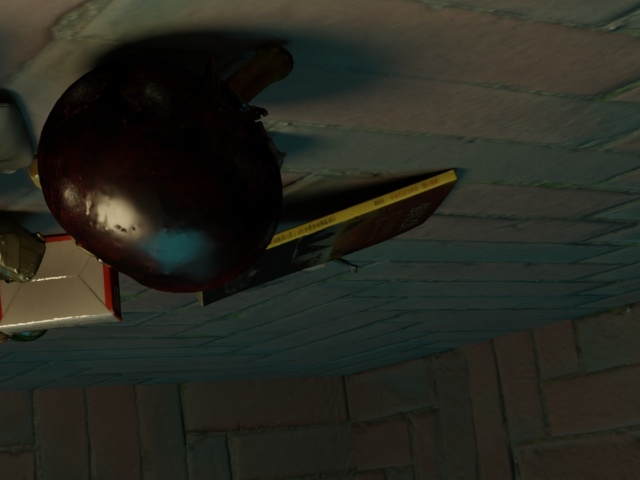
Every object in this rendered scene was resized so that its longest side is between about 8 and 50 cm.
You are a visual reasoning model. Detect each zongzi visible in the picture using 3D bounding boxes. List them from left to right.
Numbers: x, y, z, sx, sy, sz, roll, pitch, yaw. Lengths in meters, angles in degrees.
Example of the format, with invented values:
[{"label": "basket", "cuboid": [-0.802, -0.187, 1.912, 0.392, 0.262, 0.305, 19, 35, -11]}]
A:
[{"label": "zongzi", "cuboid": [-0.478, -0.003, 1.680, 0.178, 0.081, 0.189, 24, 169, -26]}]

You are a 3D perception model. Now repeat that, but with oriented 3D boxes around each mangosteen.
[{"label": "mangosteen", "cuboid": [-0.124, -0.084, 1.150, 0.261, 0.235, 0.235, -48, 162, 4]}]

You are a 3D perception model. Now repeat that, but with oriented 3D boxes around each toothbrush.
[{"label": "toothbrush", "cuboid": [0.040, 0.044, 2.262, 0.011, 0.014, 0.167, -1, 171, 19]}]

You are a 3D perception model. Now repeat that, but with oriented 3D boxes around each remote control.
[{"label": "remote control", "cuboid": [-0.341, -0.100, 1.290, 0.073, 0.044, 0.229, -8, 169, -9]}]

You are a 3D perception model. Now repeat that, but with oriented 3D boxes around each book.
[{"label": "book", "cuboid": [0.000, 0.000, 1.781, 0.374, 0.028, 0.262, -20, 169, -9]}]

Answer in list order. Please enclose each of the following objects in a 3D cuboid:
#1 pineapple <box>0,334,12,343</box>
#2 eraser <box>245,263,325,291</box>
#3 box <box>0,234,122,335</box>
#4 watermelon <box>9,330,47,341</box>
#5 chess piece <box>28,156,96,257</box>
[{"label": "pineapple", "cuboid": [-0.590, 0.098, 1.967, 0.130, 0.119, 0.277, 37, -176, 22]}, {"label": "eraser", "cuboid": [-0.093, 0.046, 2.118, 0.092, 0.046, 0.212, 4, 164, -41]}, {"label": "box", "cuboid": [-0.390, 0.064, 1.840, 0.182, 0.133, 0.099, -8, 168, -1]}, {"label": "watermelon", "cuboid": [-0.521, 0.131, 2.170, 0.109, 0.109, 0.109, -6, 168, -1]}, {"label": "chess piece", "cuboid": [-0.282, -0.055, 1.491, 0.090, 0.090, 0.200, -7, 157, 1]}]
